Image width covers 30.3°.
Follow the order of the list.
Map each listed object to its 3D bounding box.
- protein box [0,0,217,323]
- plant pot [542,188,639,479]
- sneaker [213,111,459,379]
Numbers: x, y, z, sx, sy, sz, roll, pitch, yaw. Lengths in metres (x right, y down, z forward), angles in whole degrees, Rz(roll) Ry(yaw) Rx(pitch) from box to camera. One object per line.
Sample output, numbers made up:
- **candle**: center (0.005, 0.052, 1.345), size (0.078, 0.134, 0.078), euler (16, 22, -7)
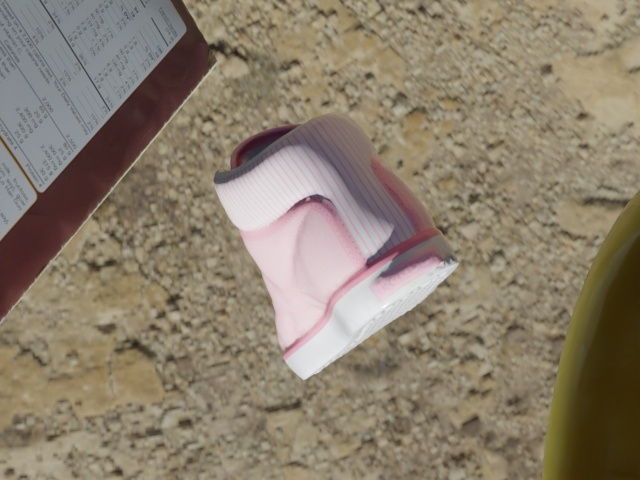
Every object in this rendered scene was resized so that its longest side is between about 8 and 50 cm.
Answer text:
- **protein box**: center (-0.189, -0.056, 0.484), size (0.199, 0.201, 0.136), euler (-12, 121, 33)
- **plant pot**: center (0.221, 0.104, 0.357), size (0.238, 0.254, 0.254), euler (4, 120, -10)
- **sneaker**: center (0.000, 0.000, 0.379), size (0.051, 0.134, 0.070), euler (-34, 82, -14)
